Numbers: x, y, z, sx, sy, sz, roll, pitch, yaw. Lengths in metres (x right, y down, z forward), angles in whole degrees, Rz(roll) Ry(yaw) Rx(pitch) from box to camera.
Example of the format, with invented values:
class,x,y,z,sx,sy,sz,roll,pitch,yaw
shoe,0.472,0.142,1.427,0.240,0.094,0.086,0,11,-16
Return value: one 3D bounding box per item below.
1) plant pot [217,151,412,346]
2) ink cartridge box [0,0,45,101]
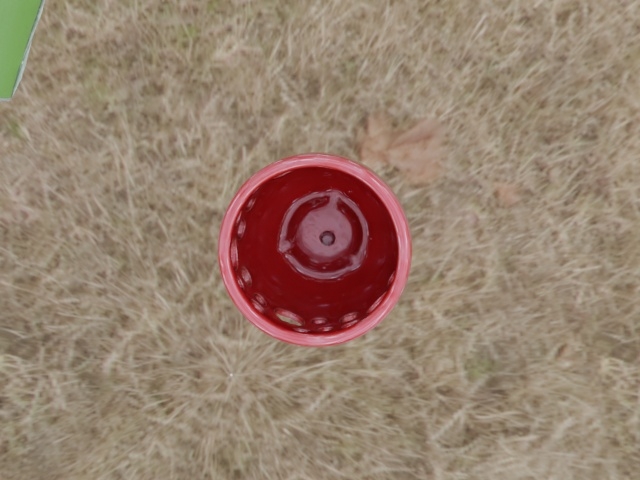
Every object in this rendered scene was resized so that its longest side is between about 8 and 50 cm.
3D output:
class,x,y,z,sx,sy,sz,roll,pitch,yaw
plant pot,0.000,0.000,1.142,0.191,0.174,0.191,1,99,5
ink cartridge box,-0.227,-0.109,0.461,0.109,0.209,0.062,29,107,18
